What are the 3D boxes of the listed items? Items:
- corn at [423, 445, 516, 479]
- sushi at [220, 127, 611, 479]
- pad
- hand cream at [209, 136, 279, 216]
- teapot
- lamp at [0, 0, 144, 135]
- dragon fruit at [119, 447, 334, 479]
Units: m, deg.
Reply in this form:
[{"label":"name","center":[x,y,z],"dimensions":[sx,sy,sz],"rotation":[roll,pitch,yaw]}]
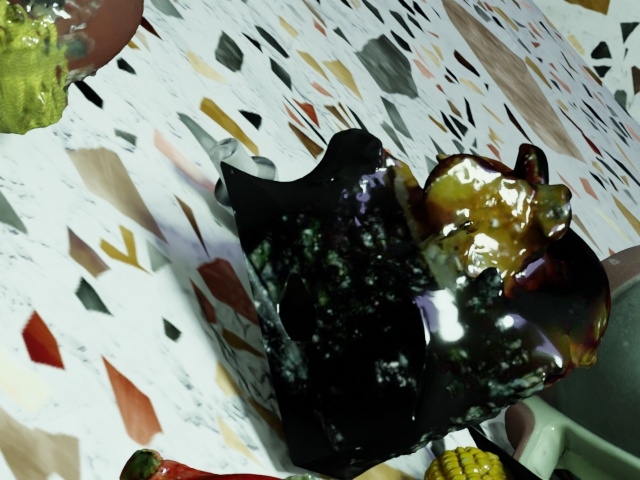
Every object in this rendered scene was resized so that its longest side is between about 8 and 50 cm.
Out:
[{"label":"corn","center":[0.115,0.211,1.183],"dimensions":[0.068,0.068,0.207],"rotation":[37,20,-32]},{"label":"sushi","center":[0.085,0.037,1.206],"dimensions":[0.227,0.212,0.215],"rotation":[29,44,-61]},{"label":"pad","center":[0.156,0.199,1.238],"dimensions":[0.127,0.004,0.190],"rotation":[62,-8,-15]},{"label":"hand cream","center":[-0.003,0.002,1.377],"dimensions":[0.257,0.050,0.084],"rotation":[40,21,-43]},{"label":"teapot","center":[0.290,0.161,1.378],"dimensions":[0.312,0.315,0.233],"rotation":[-143,-139,-63]},{"label":"lamp","center":[-0.185,-0.136,1.107],"dimensions":[0.157,0.156,0.135],"rotation":[-23,113,-39]},{"label":"dragon fruit","center":[-0.040,0.205,0.709],"dimensions":[0.200,0.198,0.269],"rotation":[17,44,12]}]
